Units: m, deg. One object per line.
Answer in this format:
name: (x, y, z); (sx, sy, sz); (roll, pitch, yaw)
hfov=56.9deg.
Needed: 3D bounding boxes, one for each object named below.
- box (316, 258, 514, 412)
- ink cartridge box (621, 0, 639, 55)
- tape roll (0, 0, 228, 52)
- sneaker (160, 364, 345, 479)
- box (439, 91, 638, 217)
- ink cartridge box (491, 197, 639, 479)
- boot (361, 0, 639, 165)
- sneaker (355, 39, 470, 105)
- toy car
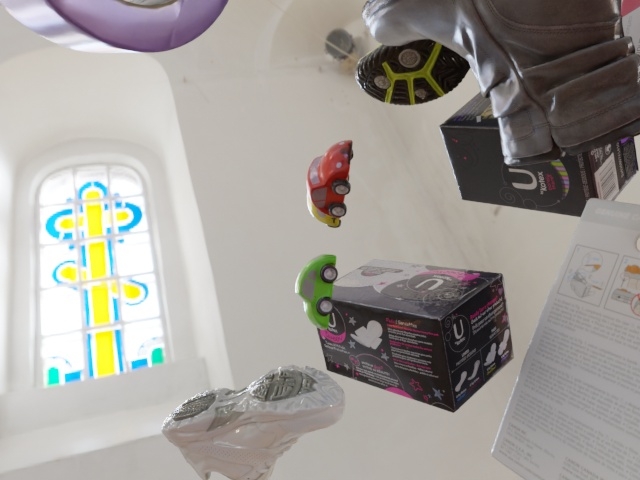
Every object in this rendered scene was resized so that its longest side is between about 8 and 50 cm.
box: (0.132, 0.123, 0.879); (0.163, 0.247, 0.142); (-26, -68, -38)
ink cartridge box: (0.416, -0.212, 0.580); (0.092, 0.217, 0.159); (-2, -75, -40)
tape roll: (-0.154, -0.235, 0.429); (0.189, 0.080, 0.189); (-16, -67, -44)
sneaker: (-0.064, 0.219, 0.676); (0.232, 0.115, 0.090); (-19, 14, 27)
box: (0.364, -0.155, 1.003); (0.143, 0.270, 0.165); (-41, -58, -26)
ink cartridge box: (0.402, 0.160, 0.705); (0.091, 0.308, 0.385); (20, -89, -31)
boot: (0.168, -0.179, 0.604); (0.118, 0.338, 0.223); (-26, -76, -15)
sneaker: (0.232, -0.373, 1.057); (0.384, 0.147, 0.145); (-22, -49, 34)
toy car: (0.000, 0.000, 0.756); (0.053, 0.225, 0.239); (7, -3, 0)
